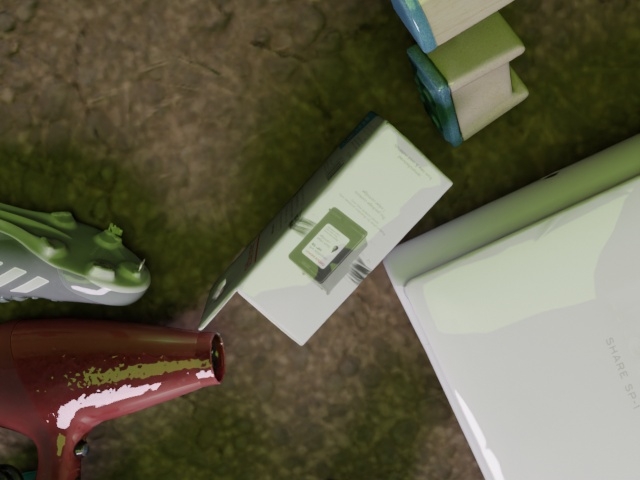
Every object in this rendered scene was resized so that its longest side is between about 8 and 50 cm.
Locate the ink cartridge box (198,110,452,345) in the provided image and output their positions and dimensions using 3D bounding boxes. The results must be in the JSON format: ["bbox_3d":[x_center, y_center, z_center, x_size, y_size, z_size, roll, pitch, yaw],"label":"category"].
[{"bbox_3d":[0.000,0.000,0.551,0.060,0.104,0.180,41,99,-10],"label":"ink cartridge box"}]

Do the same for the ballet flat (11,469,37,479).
[{"bbox_3d":[-0.262,0.231,0.627,0.168,0.057,0.052,-27,129,8],"label":"ballet flat"}]

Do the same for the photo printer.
[{"bbox_3d":[0.232,0.059,0.568,0.307,0.107,0.256,-24,102,4],"label":"photo printer"}]

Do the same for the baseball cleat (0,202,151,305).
[{"bbox_3d":[-0.227,0.021,0.577,0.205,0.072,0.109,22,114,-1],"label":"baseball cleat"}]

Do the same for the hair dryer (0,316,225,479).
[{"bbox_3d":[-0.183,0.161,0.570,0.293,0.080,0.223,-45,83,2],"label":"hair dryer"}]

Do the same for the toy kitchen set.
[{"bbox_3d":[0.031,-0.175,0.538,0.122,0.166,0.207,-30,65,4],"label":"toy kitchen set"}]
